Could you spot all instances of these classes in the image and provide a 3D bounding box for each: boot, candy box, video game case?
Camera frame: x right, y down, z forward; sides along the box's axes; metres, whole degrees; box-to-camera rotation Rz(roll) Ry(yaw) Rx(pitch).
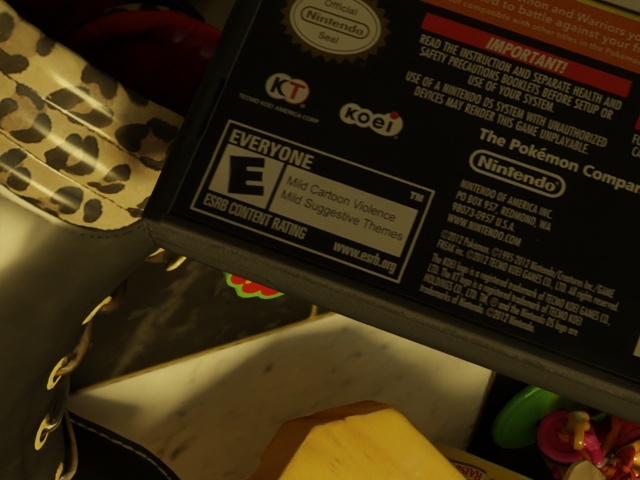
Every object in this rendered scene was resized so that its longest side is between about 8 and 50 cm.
[{"bbox_3d":[-0.120,0.035,0.709,0.284,0.138,0.377,-45,139,16],"label":"boot"},{"bbox_3d":[0.149,0.193,1.151,0.027,0.105,0.206,-61,147,-12],"label":"candy box"},{"bbox_3d":[0.114,-0.066,0.574,0.035,0.275,0.248,81,30,-73],"label":"video game case"}]

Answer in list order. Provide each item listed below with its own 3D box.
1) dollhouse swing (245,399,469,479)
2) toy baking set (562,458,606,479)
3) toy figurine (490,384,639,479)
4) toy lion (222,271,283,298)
[{"bbox_3d":[-0.015,0.286,1.023,0.346,0.305,0.315,-56,-165,-19],"label":"dollhouse swing"},{"bbox_3d":[0.133,0.258,0.953,0.197,0.030,0.256,-36,117,-34],"label":"toy baking set"},{"bbox_3d":[0.223,0.146,1.102,0.173,0.159,0.130,-21,144,-17],"label":"toy figurine"},{"bbox_3d":[0.000,0.000,0.855,0.096,0.034,0.100,-35,147,13],"label":"toy lion"}]
